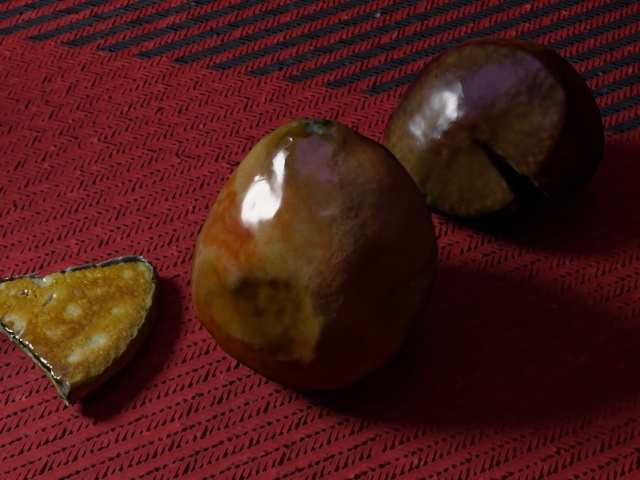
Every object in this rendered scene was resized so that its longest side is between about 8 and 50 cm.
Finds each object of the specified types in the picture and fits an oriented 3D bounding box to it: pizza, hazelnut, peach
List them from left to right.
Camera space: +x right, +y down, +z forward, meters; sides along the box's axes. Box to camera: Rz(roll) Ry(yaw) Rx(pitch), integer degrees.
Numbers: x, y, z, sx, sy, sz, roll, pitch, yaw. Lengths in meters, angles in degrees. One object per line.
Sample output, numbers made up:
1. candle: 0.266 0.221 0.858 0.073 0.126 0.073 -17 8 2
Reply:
1. pizza: -0.235 0.075 1.670 0.176 0.036 0.185 4 39 6
2. peach: 0.000 0.000 1.596 0.214 0.235 0.214 5 39 -4
3. hazelnut: 0.156 -0.100 1.752 0.204 0.178 0.178 -26 37 21
